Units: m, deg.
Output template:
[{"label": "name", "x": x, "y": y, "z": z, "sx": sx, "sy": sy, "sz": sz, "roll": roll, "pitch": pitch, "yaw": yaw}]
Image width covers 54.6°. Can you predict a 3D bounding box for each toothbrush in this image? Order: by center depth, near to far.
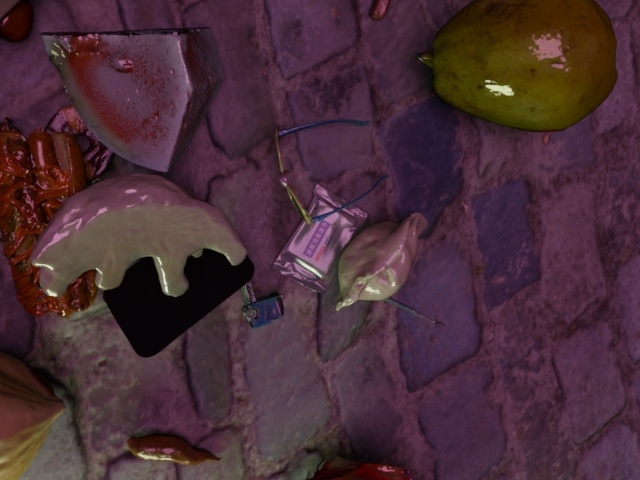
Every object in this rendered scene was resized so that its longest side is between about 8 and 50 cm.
[{"label": "toothbrush", "x": 0.192, "y": 0.149, "z": 1.303, "sx": 0.167, "sy": 0.014, "sz": 0.011, "roll": 27, "pitch": 98, "yaw": -13}]

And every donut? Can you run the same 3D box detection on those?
[{"label": "donut", "x": -0.430, "y": -0.173, "z": 1.123, "sx": 0.140, "sy": 0.059, "sz": 0.140, "roll": -1, "pitch": 97, "yaw": -11}]

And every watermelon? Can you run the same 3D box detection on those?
[{"label": "watermelon", "x": -0.290, "y": -0.261, "z": 1.047, "sx": 0.320, "sy": 0.214, "sz": 0.289, "roll": 0, "pitch": 77, "yaw": -35}]

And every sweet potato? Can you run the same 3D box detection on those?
[{"label": "sweet potato", "x": -0.282, "y": 0.413, "z": 1.217, "sx": 0.195, "sy": 0.056, "sz": 0.056, "roll": 20, "pitch": 91, "yaw": -18}]

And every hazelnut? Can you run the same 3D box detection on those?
[{"label": "hazelnut", "x": -0.561, "y": 0.308, "z": 1.053, "sx": 0.241, "sy": 0.261, "sz": 0.261, "roll": 3, "pitch": 95, "yaw": -13}]

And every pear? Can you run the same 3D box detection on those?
[{"label": "pear", "x": 0.364, "y": -0.342, "z": 1.166, "sx": 0.375, "sy": 0.287, "sz": 0.287, "roll": 3, "pitch": 95, "yaw": 9}]

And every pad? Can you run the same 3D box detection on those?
[{"label": "pad", "x": -0.266, "y": 0.078, "z": 1.159, "sx": 0.267, "sy": 0.004, "sz": 0.181, "roll": -38, "pitch": 68, "yaw": -5}]

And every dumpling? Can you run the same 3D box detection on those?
[{"label": "dumpling", "x": 0.114, "y": 0.040, "z": 1.199, "sx": 0.132, "sy": 0.162, "sz": 0.250, "roll": 44, "pitch": 85, "yaw": 10}]

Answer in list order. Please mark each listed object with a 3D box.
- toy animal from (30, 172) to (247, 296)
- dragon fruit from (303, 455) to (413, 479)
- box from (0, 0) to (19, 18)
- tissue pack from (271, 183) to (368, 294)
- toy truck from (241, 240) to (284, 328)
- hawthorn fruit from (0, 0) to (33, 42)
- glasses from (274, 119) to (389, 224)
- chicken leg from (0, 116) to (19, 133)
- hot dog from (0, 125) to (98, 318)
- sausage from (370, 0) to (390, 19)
[{"label": "toy animal", "x": -0.329, "y": -0.021, "z": 1.067, "sx": 0.308, "sy": 0.188, "sz": 0.266, "roll": -31, "pitch": 141, "yaw": -4}, {"label": "dragon fruit", "x": 0.083, "y": 0.590, "z": 1.213, "sx": 0.371, "sy": 0.249, "sz": 0.386, "roll": -27, "pitch": 97, "yaw": 8}, {"label": "box", "x": -0.520, "y": -0.514, "z": 1.034, "sx": 0.204, "sy": 0.051, "sz": 0.365, "roll": 42, "pitch": 86, "yaw": 16}, {"label": "tissue pack", "x": 0.000, "y": 0.000, "z": 1.243, "sx": 0.122, "sy": 0.026, "sz": 0.193, "roll": 29, "pitch": 88, "yaw": -12}, {"label": "toy truck", "x": -0.128, "y": 0.079, "z": 1.210, "sx": 0.081, "sy": 0.067, "sz": 0.175, "roll": -17, "pitch": 95, "yaw": -15}, {"label": "hawthorn fruit", "x": -0.537, "y": -0.394, "z": 1.072, "sx": 0.081, "sy": 0.081, "sz": 0.093, "roll": 19, "pitch": 86, "yaw": -13}, {"label": "glasses", "x": 0.014, "y": -0.140, "z": 1.217, "sx": 0.220, "sy": 0.088, "sz": 0.189, "roll": -18, "pitch": 84, "yaw": -29}, {"label": "chicken leg", "x": -0.628, "y": -0.223, "z": 1.071, "sx": 0.207, "sy": 0.101, "sz": 0.085, "roll": 26, "pitch": 94, "yaw": -33}, {"label": "hot dog", "x": -0.475, "y": -0.021, "z": 1.068, "sx": 0.158, "sy": 0.117, "sz": 0.349, "roll": -3, "pitch": 110, "yaw": -8}, {"label": "sausage", "x": 0.131, "y": -0.506, "z": 1.219, "sx": 0.035, "sy": 0.030, "sz": 0.147, "roll": 17, "pitch": 92, "yaw": -15}]
